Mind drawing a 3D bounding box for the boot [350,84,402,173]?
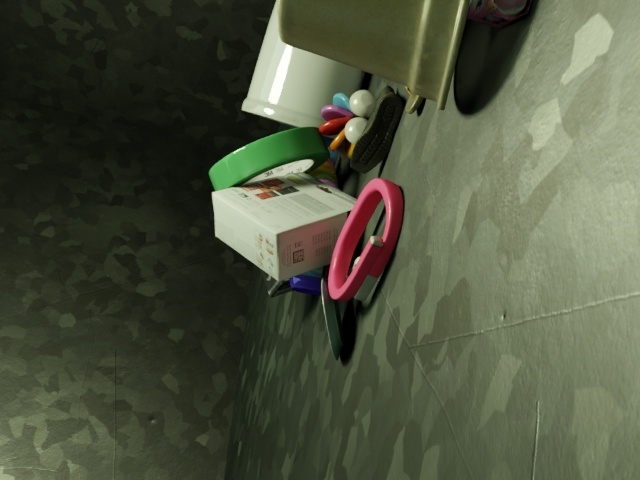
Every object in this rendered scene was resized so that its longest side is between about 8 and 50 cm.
[{"bbox_3d":[0.133,-0.263,1.923,0.198,0.077,0.137,-58,12,21],"label":"boot"}]

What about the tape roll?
[{"bbox_3d":[-0.135,-0.201,2.178,0.321,0.321,0.077,139,110,-73],"label":"tape roll"}]

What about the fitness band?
[{"bbox_3d":[0.090,0.004,1.743,0.209,0.054,0.291,-97,28,-51],"label":"fitness band"}]

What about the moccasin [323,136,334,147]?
[{"bbox_3d":[-0.020,-0.308,2.666,0.117,0.138,0.342,-43,19,48],"label":"moccasin"}]

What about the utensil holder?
[{"bbox_3d":[-0.018,-0.513,2.363,0.327,0.328,0.385,-130,58,-78],"label":"utensil holder"}]

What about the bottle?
[{"bbox_3d":[0.000,0.000,2.139,0.092,0.118,0.283,42,-122,-67],"label":"bottle"}]

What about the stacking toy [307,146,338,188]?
[{"bbox_3d":[-0.004,-0.142,2.349,0.302,0.166,0.175,-119,38,-54],"label":"stacking toy"}]

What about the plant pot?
[{"bbox_3d":[0.099,-0.418,1.390,0.334,0.305,0.334,13,-90,-84],"label":"plant pot"}]

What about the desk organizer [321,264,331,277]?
[{"bbox_3d":[0.042,0.036,2.050,0.047,0.050,0.130,161,122,-78],"label":"desk organizer"}]

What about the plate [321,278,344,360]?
[{"bbox_3d":[0.031,0.176,1.849,0.188,0.024,0.188,-11,-90,-85],"label":"plate"}]

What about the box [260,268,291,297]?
[{"bbox_3d":[-0.111,0.004,2.350,0.165,0.143,0.270,129,123,-66],"label":"box"}]

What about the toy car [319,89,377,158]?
[{"bbox_3d":[0.064,-0.308,2.135,0.159,0.136,0.182,130,151,-69],"label":"toy car"}]

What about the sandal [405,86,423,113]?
[{"bbox_3d":[0.200,-0.352,1.701,0.072,0.049,0.180,-152,76,-80],"label":"sandal"}]

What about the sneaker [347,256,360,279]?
[{"bbox_3d":[0.080,0.076,1.846,0.037,0.032,0.083,-89,15,-51],"label":"sneaker"}]

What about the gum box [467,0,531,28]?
[{"bbox_3d":[0.291,-0.426,1.263,0.107,0.062,0.188,-165,88,-81],"label":"gum box"}]

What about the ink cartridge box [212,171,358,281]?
[{"bbox_3d":[-0.074,-0.047,2.022,0.309,0.272,0.130,32,131,49],"label":"ink cartridge box"}]
